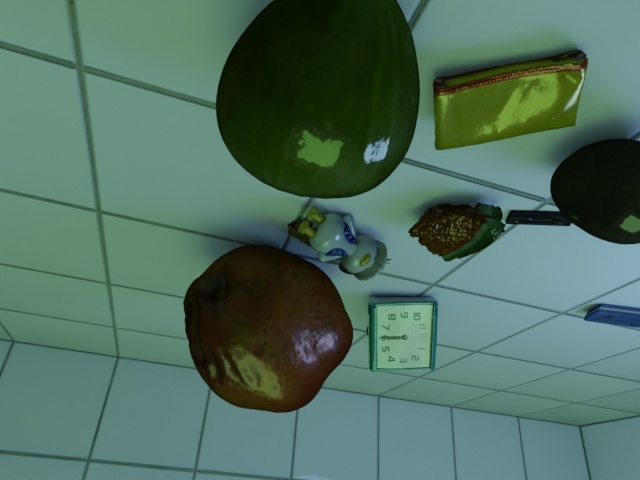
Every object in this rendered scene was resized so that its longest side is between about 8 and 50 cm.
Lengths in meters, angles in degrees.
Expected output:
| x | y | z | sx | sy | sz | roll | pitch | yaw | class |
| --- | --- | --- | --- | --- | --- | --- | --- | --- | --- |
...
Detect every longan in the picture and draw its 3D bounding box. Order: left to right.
| x | y | z | sx | sy | sz | roll | pitch | yaw | class |
| --- | --- | --- | --- | --- | --- | --- | --- | --- | --- |
| 0.550 | -0.094 | 0.881 | 0.220 | 0.197 | 0.196 | 30 | 170 | 41 | longan |

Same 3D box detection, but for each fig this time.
| x | y | z | sx | sy | sz | roll | pitch | yaw | class |
| --- | --- | --- | --- | --- | --- | --- | --- | --- | --- |
| 0.009 | -0.219 | 0.678 | 0.316 | 0.316 | 0.316 | 3 | 150 | 2 | fig |

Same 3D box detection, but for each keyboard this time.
| x | y | z | sx | sy | sz | roll | pitch | yaw | class |
| --- | --- | --- | --- | --- | --- | --- | --- | --- | --- |
| 0.527 | -0.053 | 1.136 | 0.155 | 0.010 | 0.053 | 3 | 149 | 4 | keyboard |

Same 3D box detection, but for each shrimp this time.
| x | y | z | sx | sy | sz | roll | pitch | yaw | class |
| --- | --- | --- | --- | --- | --- | --- | --- | --- | --- |
| 0.128 | 0.065 | 1.348 | 0.165 | 0.057 | 0.065 | -22 | 135 | 33 | shrimp |

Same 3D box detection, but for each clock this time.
| x | y | z | sx | sy | sz | roll | pitch | yaw | class |
| --- | --- | --- | --- | --- | --- | --- | --- | --- | --- |
| 0.274 | 0.309 | 1.619 | 0.231 | 0.116 | 0.262 | -2 | 112 | 3 | clock |

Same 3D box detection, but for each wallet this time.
| x | y | z | sx | sy | sz | roll | pitch | yaw | class |
| --- | --- | --- | --- | --- | --- | --- | --- | --- | --- |
| 0.310 | -0.239 | 0.804 | 0.241 | 0.067 | 0.141 | -8 | 143 | 11 | wallet |

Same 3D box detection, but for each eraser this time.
| x | y | z | sx | sy | sz | roll | pitch | yaw | class |
| --- | --- | --- | --- | --- | --- | --- | --- | --- | --- |
| 0.990 | 0.248 | 1.564 | 0.225 | 0.036 | 0.082 | 8 | 148 | -5 | eraser |

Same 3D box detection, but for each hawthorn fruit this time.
| x | y | z | sx | sy | sz | roll | pitch | yaw | class |
| --- | --- | --- | --- | --- | --- | --- | --- | --- | --- |
| -0.163 | 0.232 | 1.305 | 0.471 | 0.472 | 0.472 | 3 | 150 | 2 | hawthorn fruit |

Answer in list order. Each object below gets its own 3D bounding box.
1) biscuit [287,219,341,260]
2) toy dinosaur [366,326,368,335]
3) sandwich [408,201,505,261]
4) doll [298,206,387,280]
| x | y | z | sx | sy | sz | roll | pitch | yaw | class |
| --- | --- | --- | --- | --- | --- | --- | --- | --- | --- |
| 0.000 | 0.000 | 1.274 | 0.064 | 0.034 | 0.199 | -23 | 139 | 38 | biscuit |
| 0.284 | 0.384 | 1.839 | 0.208 | 0.097 | 0.432 | 1 | 150 | -6 | toy dinosaur |
| 0.320 | -0.039 | 1.111 | 0.160 | 0.109 | 0.185 | 33 | 146 | -8 | sandwich |
| 0.067 | 0.014 | 1.210 | 0.293 | 0.138 | 0.119 | 33 | 179 | -36 | doll |
